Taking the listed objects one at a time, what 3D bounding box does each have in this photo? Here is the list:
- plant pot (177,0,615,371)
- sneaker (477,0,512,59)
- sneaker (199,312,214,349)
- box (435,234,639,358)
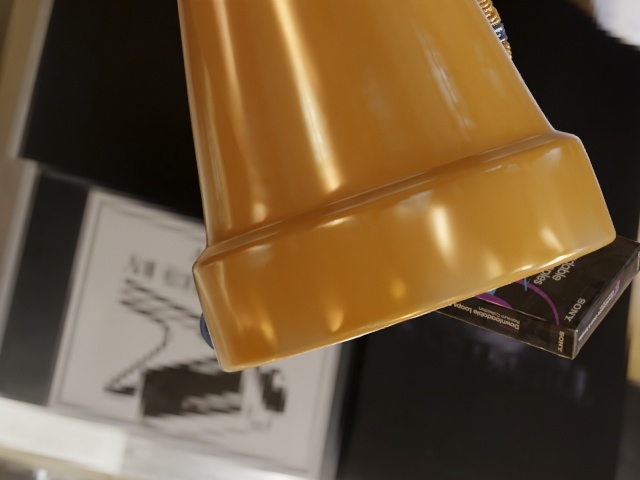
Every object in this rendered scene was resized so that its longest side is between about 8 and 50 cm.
[{"bbox_3d":[0.018,-0.056,0.878,0.205,0.188,0.205,-19,179,0],"label":"plant pot"},{"bbox_3d":[0.125,-0.123,1.807,0.112,0.296,0.131,-19,-158,-26],"label":"sneaker"},{"bbox_3d":[0.000,0.000,1.402,0.081,0.232,0.090,52,-167,-13],"label":"sneaker"},{"bbox_3d":[0.127,0.016,1.232,0.162,0.116,0.029,20,131,23],"label":"box"}]
